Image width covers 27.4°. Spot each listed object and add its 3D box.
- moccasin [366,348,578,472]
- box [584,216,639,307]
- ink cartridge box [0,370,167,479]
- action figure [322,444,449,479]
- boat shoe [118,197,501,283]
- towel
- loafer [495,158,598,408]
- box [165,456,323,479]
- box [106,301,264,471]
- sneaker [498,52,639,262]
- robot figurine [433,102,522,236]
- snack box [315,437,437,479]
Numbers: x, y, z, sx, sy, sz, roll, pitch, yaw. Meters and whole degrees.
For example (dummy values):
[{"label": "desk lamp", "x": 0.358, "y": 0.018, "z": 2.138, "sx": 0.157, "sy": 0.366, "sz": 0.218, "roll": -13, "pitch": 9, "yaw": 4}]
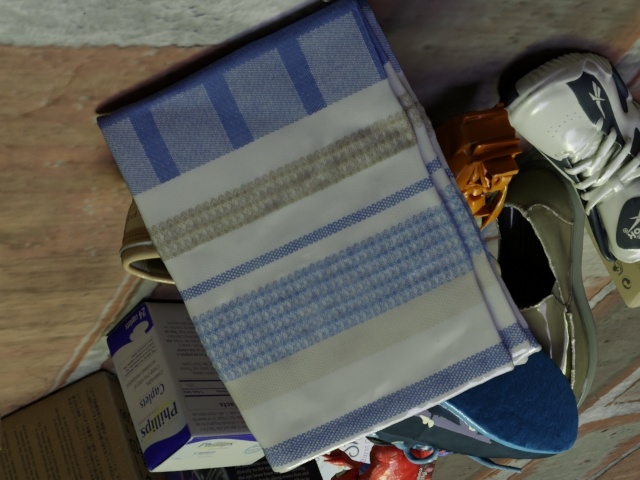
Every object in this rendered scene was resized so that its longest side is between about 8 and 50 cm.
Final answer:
[{"label": "moccasin", "x": 0.070, "y": 0.111, "z": 1.127, "sx": 0.342, "sy": 0.137, "sz": 0.117, "roll": 24, "pitch": 143, "yaw": -27}, {"label": "box", "x": 0.384, "y": -0.073, "z": 1.218, "sx": 0.148, "sy": 0.121, "sz": 0.311, "roll": -11, "pitch": 153, "yaw": -23}, {"label": "ink cartridge box", "x": -0.237, "y": 0.272, "z": 1.241, "sx": 0.193, "sy": 0.234, "sz": 0.088, "roll": -26, "pitch": 154, "yaw": 8}, {"label": "action figure", "x": 0.104, "y": 0.175, "z": 1.333, "sx": 0.280, "sy": 0.139, "sz": 0.091, "roll": -27, "pitch": 127, "yaw": -29}, {"label": "boat shoe", "x": -0.006, "y": 0.020, "z": 0.976, "sx": 0.285, "sy": 0.089, "sz": 0.104, "roll": 13, "pitch": 145, "yaw": -6}, {"label": "towel", "x": 0.000, "y": 0.000, "z": 0.901, "sx": 0.209, "sy": 0.285, "sz": 0.034, "roll": -26, "pitch": -172, "yaw": 4}, {"label": "loafer", "x": 0.192, "y": 0.054, "z": 1.208, "sx": 0.094, "sy": 0.251, "sz": 0.087, "roll": 8, "pitch": -156, "yaw": 43}, {"label": "box", "x": -0.090, "y": 0.232, "z": 1.320, "sx": 0.108, "sy": 0.207, "sz": 0.153, "roll": -3, "pitch": 147, "yaw": -36}, {"label": "box", "x": -0.109, "y": 0.131, "z": 1.187, "sx": 0.126, "sy": 0.137, "sz": 0.072, "roll": 5, "pitch": 144, "yaw": -46}, {"label": "sneaker", "x": 0.244, "y": -0.057, "z": 1.095, "sx": 0.094, "sy": 0.153, "sz": 0.235, "roll": -33, "pitch": 154, "yaw": 16}, {"label": "robot figurine", "x": 0.051, "y": -0.004, "z": 1.114, "sx": 0.211, "sy": 0.085, "sz": 0.291, "roll": -7, "pitch": 151, "yaw": -19}, {"label": "snack box", "x": 0.041, "y": 0.208, "z": 1.424, "sx": 0.175, "sy": 0.070, "sz": 0.207, "roll": 1, "pitch": 123, "yaw": -18}]
